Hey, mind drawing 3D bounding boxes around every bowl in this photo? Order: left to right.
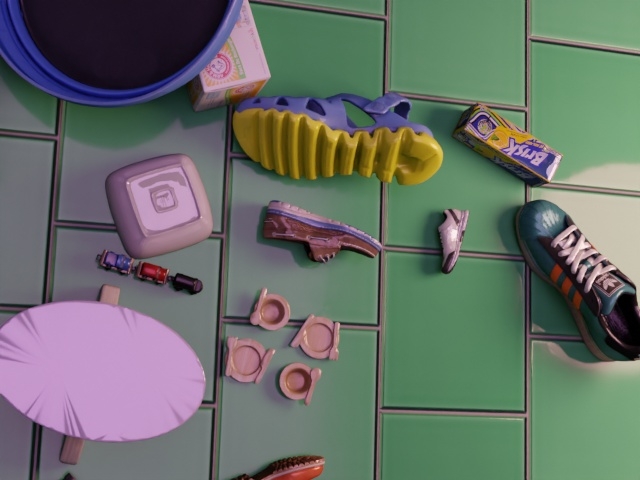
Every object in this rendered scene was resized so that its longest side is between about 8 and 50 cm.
[{"bbox_3d":[-0.284,-0.376,1.422,0.390,0.077,0.391,0,89,12],"label":"bowl"},{"bbox_3d":[-0.231,-0.055,1.484,0.141,0.053,0.142,-18,86,-18],"label":"bowl"}]

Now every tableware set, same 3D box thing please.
[{"bbox_3d":[-0.055,0.160,1.519,0.168,0.020,0.141,25,76,-11],"label":"tableware set"}]

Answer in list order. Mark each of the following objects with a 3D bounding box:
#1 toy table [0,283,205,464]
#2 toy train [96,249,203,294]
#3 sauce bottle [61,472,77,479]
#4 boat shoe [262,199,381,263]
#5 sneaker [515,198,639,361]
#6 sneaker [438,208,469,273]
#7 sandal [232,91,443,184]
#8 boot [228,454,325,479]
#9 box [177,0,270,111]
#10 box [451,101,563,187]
[{"bbox_3d":[-0.302,0.179,1.373,0.274,0.161,0.252,25,76,-10],"label":"toy table"},{"bbox_3d":[-0.245,0.046,1.473,0.158,0.036,0.027,17,78,-13],"label":"toy train"},{"bbox_3d":[-0.380,0.369,1.385,0.042,0.042,0.128,46,71,-5],"label":"sauce bottle"},{"bbox_3d":[0.000,0.000,1.540,0.183,0.066,0.066,19,82,-2],"label":"boat shoe"},{"bbox_3d":[0.429,0.057,1.619,0.108,0.121,0.302,-36,92,-18],"label":"sneaker"},{"bbox_3d":[0.202,0.000,1.611,0.043,0.040,0.109,14,74,3],"label":"sneaker"},{"bbox_3d":[0.024,-0.170,1.553,0.317,0.126,0.138,8,48,-10],"label":"sandal"},{"bbox_3d":[-0.060,0.364,1.472,0.157,0.059,0.085,-21,91,-9],"label":"boot"},{"bbox_3d":[-0.159,-0.308,1.509,0.103,0.114,0.203,-16,88,-17],"label":"box"},{"bbox_3d":[0.301,-0.152,1.646,0.168,0.059,0.054,30,77,-10],"label":"box"}]
